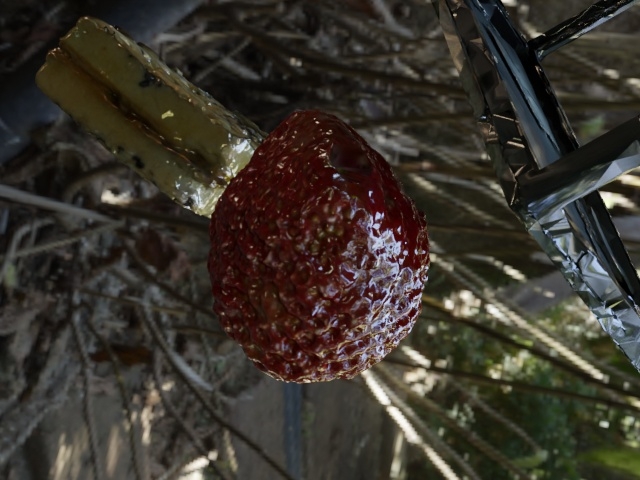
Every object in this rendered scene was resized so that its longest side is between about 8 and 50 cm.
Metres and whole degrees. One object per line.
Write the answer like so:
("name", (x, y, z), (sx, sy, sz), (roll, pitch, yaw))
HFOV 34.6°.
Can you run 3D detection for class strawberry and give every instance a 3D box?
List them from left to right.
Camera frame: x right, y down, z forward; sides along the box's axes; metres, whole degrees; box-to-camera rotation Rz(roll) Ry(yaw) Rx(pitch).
("strawberry", (0.005, -0.001, 0.521), (0.148, 0.131, 0.131), (-52, -174, 45))

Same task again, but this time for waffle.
("waffle", (-0.135, -0.113, 1.233), (0.114, 0.261, 0.376), (-55, 159, 4))

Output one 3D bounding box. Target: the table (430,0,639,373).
("table", (0.232, -0.138, 0.602), (0.222, 0.272, 0.335), (43, 26, -41))
